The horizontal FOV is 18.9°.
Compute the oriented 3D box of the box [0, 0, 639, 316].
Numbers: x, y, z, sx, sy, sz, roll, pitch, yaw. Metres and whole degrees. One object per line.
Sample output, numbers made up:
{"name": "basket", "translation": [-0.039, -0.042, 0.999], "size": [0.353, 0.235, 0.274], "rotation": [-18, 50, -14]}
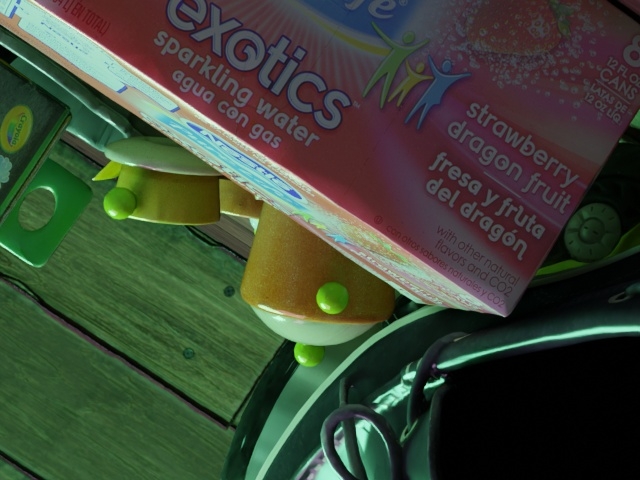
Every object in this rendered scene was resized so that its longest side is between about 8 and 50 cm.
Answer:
{"name": "box", "translation": [-0.020, -0.105, 0.851], "size": [0.300, 0.142, 0.154], "rotation": [34, 175, -10]}

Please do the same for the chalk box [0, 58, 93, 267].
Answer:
{"name": "chalk box", "translation": [-0.257, -0.067, 1.288], "size": [0.213, 0.132, 0.132], "rotation": [36, 173, -18]}

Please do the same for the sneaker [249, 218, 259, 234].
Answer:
{"name": "sneaker", "translation": [0.006, -0.033, 1.709], "size": [0.126, 0.091, 0.240], "rotation": [14, 173, 1]}

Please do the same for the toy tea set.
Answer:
{"name": "toy tea set", "translation": [0.000, 0.000, 1.288], "size": [0.200, 0.124, 0.336], "rotation": [12, -170, 27]}

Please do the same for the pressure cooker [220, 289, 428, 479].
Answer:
{"name": "pressure cooker", "translation": [0.185, 0.225, 1.334], "size": [0.420, 0.370, 0.375], "rotation": [22, 170, 44]}

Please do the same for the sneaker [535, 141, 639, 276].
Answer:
{"name": "sneaker", "translation": [0.254, 0.084, 0.963], "size": [0.385, 0.145, 0.147], "rotation": [34, 180, 26]}

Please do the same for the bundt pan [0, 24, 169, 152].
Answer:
{"name": "bundt pan", "translation": [-0.210, -0.182, 1.336], "size": [0.331, 0.124, 0.331], "rotation": [33, 175, 3]}

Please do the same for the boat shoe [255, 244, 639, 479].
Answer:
{"name": "boat shoe", "translation": [0.094, 0.114, 0.871], "size": [0.500, 0.156, 0.187], "rotation": [-31, 90, 49]}
